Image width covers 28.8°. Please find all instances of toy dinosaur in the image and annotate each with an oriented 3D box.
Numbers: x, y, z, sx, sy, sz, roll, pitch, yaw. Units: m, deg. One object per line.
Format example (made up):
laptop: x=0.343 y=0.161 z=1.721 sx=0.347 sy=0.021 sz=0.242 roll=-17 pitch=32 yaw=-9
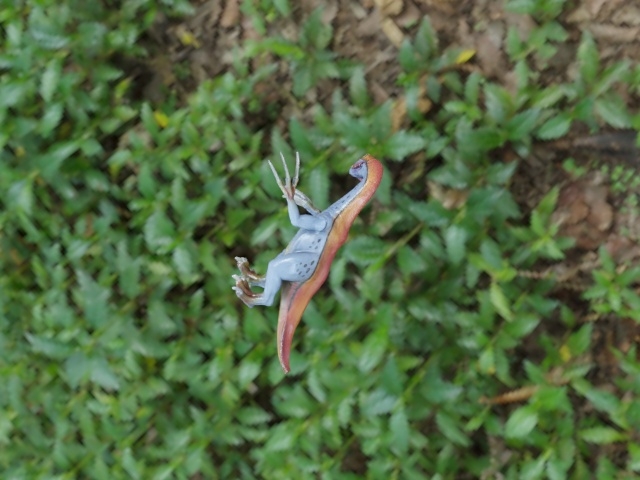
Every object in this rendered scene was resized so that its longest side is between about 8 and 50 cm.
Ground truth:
toy dinosaur: x=0.000 y=0.000 z=0.567 sx=0.082 sy=0.047 sz=0.090 roll=-27 pitch=97 yaw=11
